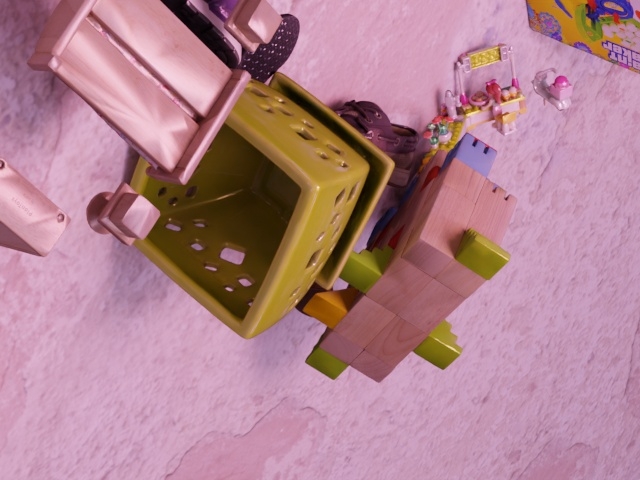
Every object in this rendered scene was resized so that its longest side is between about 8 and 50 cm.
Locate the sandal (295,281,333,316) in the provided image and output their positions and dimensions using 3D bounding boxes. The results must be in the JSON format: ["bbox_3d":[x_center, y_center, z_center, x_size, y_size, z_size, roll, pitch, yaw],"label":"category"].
[{"bbox_3d":[-0.006,-0.002,1.898,0.240,0.088,0.079,88,22,-47],"label":"sandal"}]

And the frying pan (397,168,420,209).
[{"bbox_3d":[0.193,-0.041,2.128,0.197,0.053,0.326,-56,155,0],"label":"frying pan"}]

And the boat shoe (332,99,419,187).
[{"bbox_3d":[0.047,-0.138,1.829,0.285,0.103,0.092,18,96,-59],"label":"boat shoe"}]

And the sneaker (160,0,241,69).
[{"bbox_3d":[-0.156,-0.307,1.464,0.283,0.107,0.124,55,47,-51],"label":"sneaker"}]

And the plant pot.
[{"bbox_3d":[-0.061,-0.057,1.617,0.207,0.228,0.227,-19,143,-51],"label":"plant pot"}]

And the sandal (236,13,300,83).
[{"bbox_3d":[-0.093,-0.200,1.660,0.179,0.040,0.067,-51,142,14],"label":"sandal"}]

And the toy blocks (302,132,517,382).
[{"bbox_3d":[0.139,0.003,1.814,0.381,0.191,0.261,-50,-170,50],"label":"toy blocks"}]

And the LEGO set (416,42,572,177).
[{"bbox_3d":[0.216,-0.191,1.989,0.287,0.132,0.107,-31,129,-26],"label":"LEGO set"}]

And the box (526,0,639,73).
[{"bbox_3d":[0.443,-0.397,1.963,0.177,0.290,0.279,-45,144,-22],"label":"box"}]

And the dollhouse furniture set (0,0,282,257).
[{"bbox_3d":[-0.259,-0.177,1.365,0.303,0.174,0.355,45,68,-37],"label":"dollhouse furniture set"}]
